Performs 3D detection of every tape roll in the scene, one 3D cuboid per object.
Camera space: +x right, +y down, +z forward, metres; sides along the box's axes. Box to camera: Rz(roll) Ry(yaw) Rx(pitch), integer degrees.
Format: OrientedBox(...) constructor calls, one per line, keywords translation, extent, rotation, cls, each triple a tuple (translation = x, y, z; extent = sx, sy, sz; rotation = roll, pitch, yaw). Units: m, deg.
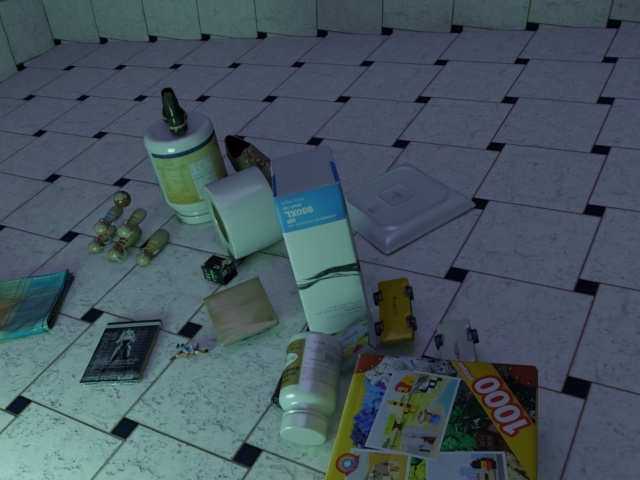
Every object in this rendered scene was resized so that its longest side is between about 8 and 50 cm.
OrientedBox(translation=(-0.230, -0.082, 2.112), extent=(0.169, 0.246, 0.246), rotation=(-24, 38, -14), cls="tape roll")

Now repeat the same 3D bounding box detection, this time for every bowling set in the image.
OrientedBox(translation=(-0.645, -0.043, 2.230), extent=(0.286, 0.200, 0.154), rotation=(3, 40, 26), cls="bowling set")

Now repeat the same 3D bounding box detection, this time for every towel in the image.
OrientedBox(translation=(-0.955, 0.204, 2.119), extent=(0.369, 0.040, 0.272), rotation=(-9, 36, 5), cls="towel")

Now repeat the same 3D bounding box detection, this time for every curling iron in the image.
OrientedBox(translation=(-0.055, 0.304, 1.730), extent=(0.068, 0.035, 0.274), rotation=(6, 41, 16), cls="curling iron")

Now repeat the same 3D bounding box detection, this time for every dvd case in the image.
OrientedBox(translation=(-0.532, 0.299, 1.888), extent=(0.164, 0.018, 0.221), rotation=(-5, 38, 11), cls="dvd case")

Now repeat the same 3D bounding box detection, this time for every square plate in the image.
OrientedBox(translation=(0.242, -0.122, 2.192), extent=(0.343, 0.049, 0.347), rotation=(-27, 39, -20), cls="square plate")

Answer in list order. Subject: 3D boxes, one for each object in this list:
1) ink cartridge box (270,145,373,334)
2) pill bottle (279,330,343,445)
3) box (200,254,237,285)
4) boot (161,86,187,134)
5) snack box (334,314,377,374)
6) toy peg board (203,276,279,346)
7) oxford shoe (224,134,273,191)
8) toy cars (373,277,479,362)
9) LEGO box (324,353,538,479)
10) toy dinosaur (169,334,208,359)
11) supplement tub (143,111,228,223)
OrientedBox(translation=(0.000, 0.000, 1.780), extent=(0.166, 0.395, 0.285), rotation=(-14, 25, 1), cls="ink cartridge box")
OrientedBox(translation=(-0.024, 0.332, 1.582), extent=(0.131, 0.131, 0.229), rotation=(-2, 53, 14), cls="pill bottle")
OrientedBox(translation=(-0.298, 0.087, 2.070), extent=(0.083, 0.052, 0.062), rotation=(15, 43, 33), cls="box")
OrientedBox(translation=(-0.468, -0.434, 2.199), extent=(0.076, 0.137, 0.198), rotation=(-22, 37, -13), cls="boot")
OrientedBox(translation=(0.071, 0.257, 1.696), extent=(0.141, 0.037, 0.100), rotation=(-38, 28, 24), cls="snack box")
OrientedBox(translation=(-0.209, 0.206, 1.886), extent=(0.161, 0.079, 0.161), rotation=(-22, 53, -11), cls="toy peg board")
OrientedBox(translation=(-0.222, -0.245, 2.386), extent=(0.123, 0.130, 0.348), rotation=(-47, 53, -10), cls="oxford shoe")
OrientedBox(translation=(0.258, 0.236, 1.692), extent=(0.176, 0.087, 0.393), rotation=(-41, 48, -16), cls="toy cars")
OrientedBox(translation=(0.209, 0.468, 1.306), extent=(0.372, 0.193, 0.500), rotation=(1, 39, 17), cls="LEGO box")
OrientedBox(translation=(-0.336, 0.292, 1.842), extent=(0.082, 0.047, 0.090), rotation=(22, 81, 26), cls="toy dinosaur")
OrientedBox(translation=(-0.428, -0.236, 2.309), extent=(0.228, 0.316, 0.228), rotation=(-8, 37, 6), cls="supplement tub")
